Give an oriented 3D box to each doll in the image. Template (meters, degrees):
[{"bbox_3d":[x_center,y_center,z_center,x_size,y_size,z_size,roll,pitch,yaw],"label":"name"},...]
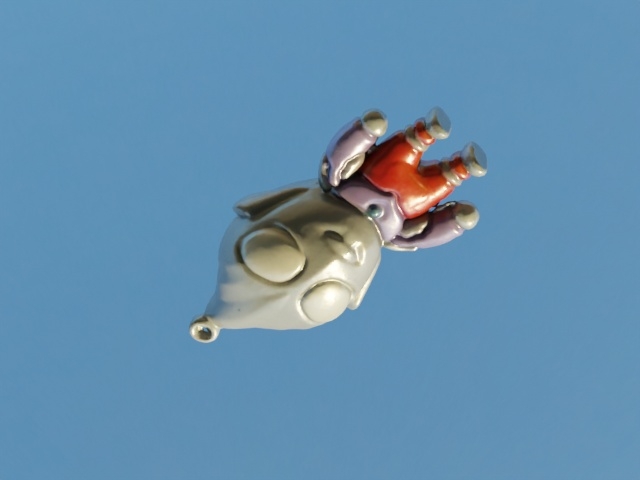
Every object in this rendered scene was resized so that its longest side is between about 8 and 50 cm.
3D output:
[{"bbox_3d":[0.000,0.000,0.890,0.227,0.075,0.102,-35,-68,27],"label":"doll"}]
